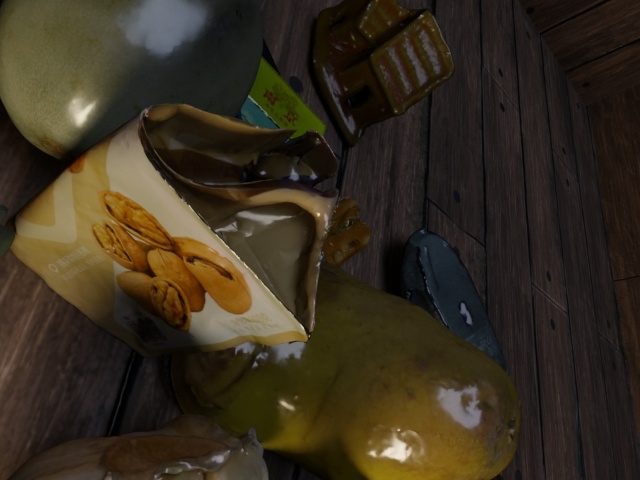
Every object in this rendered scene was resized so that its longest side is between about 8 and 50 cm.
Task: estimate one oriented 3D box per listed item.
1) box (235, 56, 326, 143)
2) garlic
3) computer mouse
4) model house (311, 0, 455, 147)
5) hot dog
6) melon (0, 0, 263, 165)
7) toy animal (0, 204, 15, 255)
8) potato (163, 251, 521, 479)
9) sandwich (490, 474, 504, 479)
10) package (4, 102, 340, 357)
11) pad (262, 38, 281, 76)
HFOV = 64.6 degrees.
[{"bbox_3d":[-0.110,-0.118,0.766,0.187,0.047,0.335,41,52,-29],"label":"box"},{"bbox_3d":[-0.189,0.273,0.462,0.281,0.184,0.204,8,89,-67],"label":"garlic"},{"bbox_3d":[0.246,0.160,1.014,0.203,0.114,0.374,-11,76,-46],"label":"computer mouse"},{"bbox_3d":[0.115,-0.359,0.968,0.173,0.239,0.268,-41,108,-46],"label":"model house"},{"bbox_3d":[0.000,0.000,0.838,0.269,0.072,0.110,-29,96,-50],"label":"hot dog"},{"bbox_3d":[-0.201,-0.215,0.562,0.272,0.271,0.308,59,37,-14],"label":"melon"},{"bbox_3d":[-0.366,0.051,0.405,0.125,0.127,0.251,36,37,-11],"label":"toy animal"},{"bbox_3d":[0.059,0.167,0.630,0.397,0.295,0.290,40,66,-35],"label":"potato"},{"bbox_3d":[0.138,0.401,0.806,0.254,0.288,0.100,101,-16,-84],"label":"sandwich"},{"bbox_3d":[-0.139,-0.015,0.508,0.221,0.311,0.165,49,47,-21],"label":"package"},{"bbox_3d":[-0.126,-0.286,0.855,0.159,0.009,0.265,-28,96,-48],"label":"pad"}]
